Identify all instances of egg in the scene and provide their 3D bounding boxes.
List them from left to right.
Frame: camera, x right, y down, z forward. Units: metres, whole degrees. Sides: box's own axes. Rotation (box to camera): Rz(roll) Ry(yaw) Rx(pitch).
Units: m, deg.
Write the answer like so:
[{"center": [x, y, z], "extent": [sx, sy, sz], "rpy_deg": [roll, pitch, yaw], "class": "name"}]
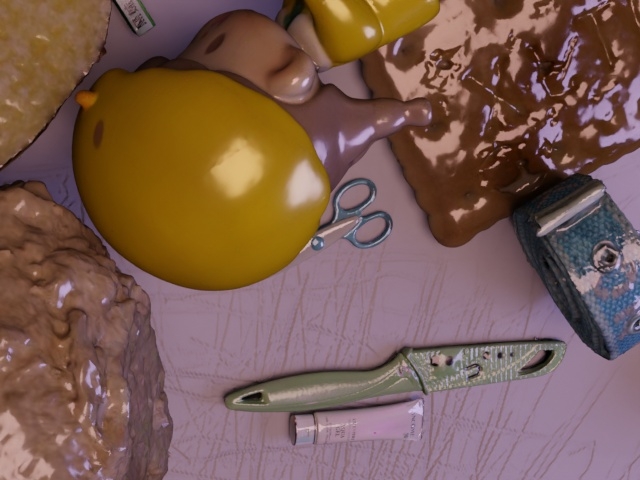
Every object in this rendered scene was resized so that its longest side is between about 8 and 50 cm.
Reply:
[{"center": [-0.237, 0.114, 1.233], "extent": [0.279, 0.279, 0.310], "rpy_deg": [-6, 89, -14], "class": "egg"}]

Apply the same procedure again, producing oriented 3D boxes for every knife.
[{"center": [0.064, 0.109, 1.451], "extent": [0.293, 0.020, 0.043], "rpy_deg": [-5, 106, -15], "class": "knife"}]

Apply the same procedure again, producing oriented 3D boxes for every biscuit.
[{"center": [0.195, -0.150, 1.400], "extent": [0.325, 0.044, 0.217], "rpy_deg": [-27, 113, -7], "class": "biscuit"}]

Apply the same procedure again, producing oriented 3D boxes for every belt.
[{"center": [0.215, 0.018, 1.391], "extent": [0.082, 0.163, 0.147], "rpy_deg": [-34, 98, 0], "class": "belt"}]

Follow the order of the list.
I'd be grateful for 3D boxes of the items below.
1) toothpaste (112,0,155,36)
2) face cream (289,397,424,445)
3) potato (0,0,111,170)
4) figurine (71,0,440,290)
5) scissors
[{"center": [-0.150, -0.188, 1.299], "extent": [0.017, 0.020, 0.083], "rpy_deg": [-36, 112, -8], "class": "toothpaste"}, {"center": [0.031, 0.150, 1.453], "extent": [0.115, 0.020, 0.038], "rpy_deg": [-3, 106, -18], "class": "face cream"}, {"center": [-0.292, -0.139, 1.211], "extent": [0.299, 0.116, 0.239], "rpy_deg": [-44, 99, -16], "class": "potato"}, {"center": [-0.023, -0.117, 1.234], "extent": [0.187, 0.215, 0.344], "rpy_deg": [45, 83, -13], "class": "figurine"}, {"center": [0.000, 0.000, 1.402], "extent": [0.119, 0.014, 0.058], "rpy_deg": [-32, 111, -9], "class": "scissors"}]
